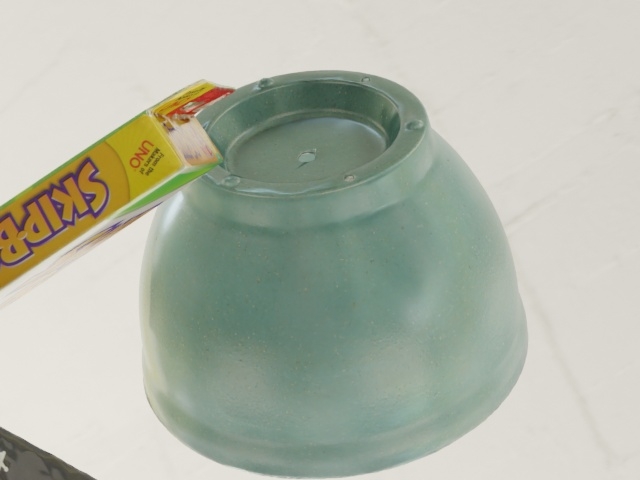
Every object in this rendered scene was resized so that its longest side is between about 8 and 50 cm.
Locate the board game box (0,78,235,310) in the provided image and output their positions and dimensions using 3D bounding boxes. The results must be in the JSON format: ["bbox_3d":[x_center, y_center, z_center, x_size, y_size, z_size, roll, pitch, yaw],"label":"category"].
[{"bbox_3d":[-0.144,0.013,0.635,0.259,0.124,0.039,-36,-88,5],"label":"board game box"}]

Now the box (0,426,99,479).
[{"bbox_3d":[-0.129,0.148,0.483,0.158,0.156,0.093,35,-41,-26],"label":"box"}]

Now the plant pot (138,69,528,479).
[{"bbox_3d":[0.000,0.000,1.062,0.293,0.293,0.196,18,-48,32],"label":"plant pot"}]
